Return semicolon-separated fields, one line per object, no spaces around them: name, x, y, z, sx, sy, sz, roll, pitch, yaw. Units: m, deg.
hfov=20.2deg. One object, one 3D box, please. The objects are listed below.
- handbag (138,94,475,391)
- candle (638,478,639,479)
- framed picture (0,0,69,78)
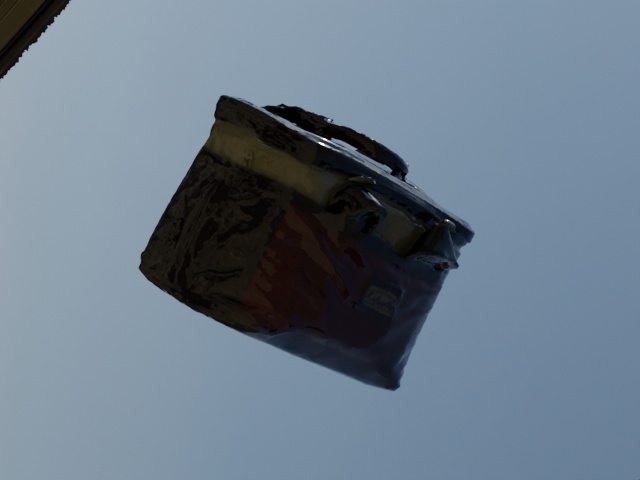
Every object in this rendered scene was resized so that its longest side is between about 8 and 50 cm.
handbag;0.000;0.000;1.422;0.181;0.254;0.181;26;-90;45
candle;0.296;0.185;1.474;0.021;0.167;0.026;57;3;32
framed picture;-0.199;-0.195;1.009;0.199;0.010;0.195;-40;-109;35
